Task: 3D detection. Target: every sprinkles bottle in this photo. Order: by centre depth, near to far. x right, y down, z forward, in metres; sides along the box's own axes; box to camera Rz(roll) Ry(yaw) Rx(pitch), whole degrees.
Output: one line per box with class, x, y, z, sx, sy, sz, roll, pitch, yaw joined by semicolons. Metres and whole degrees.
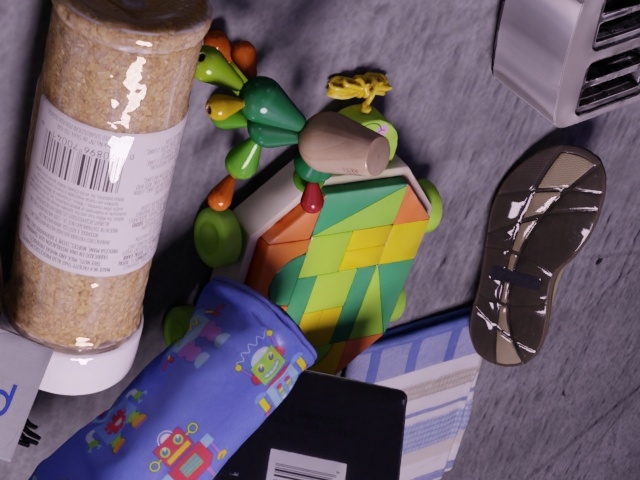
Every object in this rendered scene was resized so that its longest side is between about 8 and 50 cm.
sprinkles bottle;-0.176;-0.043;1.176;0.121;0.121;0.355;-12;135;-35

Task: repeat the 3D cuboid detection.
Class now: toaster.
toaster;0.252;-0.214;1.407;0.185;0.110;0.168;-20;138;-27

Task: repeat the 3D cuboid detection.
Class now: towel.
towel;0.095;0.202;1.756;0.209;0.034;0.285;-15;134;-29

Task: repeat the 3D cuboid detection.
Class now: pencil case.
pencil case;-0.142;0.169;1.294;0.306;0.133;0.119;-47;121;-13

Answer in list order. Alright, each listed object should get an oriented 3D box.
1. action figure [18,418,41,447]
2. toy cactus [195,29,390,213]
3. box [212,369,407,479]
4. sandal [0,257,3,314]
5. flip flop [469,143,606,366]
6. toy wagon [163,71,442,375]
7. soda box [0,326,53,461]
action figure;-0.351;0.274;1.329;0.164;0.141;0.276;-11;134;-52
toy cactus;-0.031;-0.084;1.219;0.112;0.180;0.219;-55;142;-22
box;-0.050;0.319;1.437;0.182;0.296;0.294;13;145;-6
sandal;-0.308;-0.034;1.125;0.079;0.088;0.240;-6;133;4
flip flop;0.236;0.013;1.645;0.080;0.112;0.277;-51;157;-58
toy wagon;0.000;0.000;1.429;0.267;0.068;0.344;-9;133;-37
soda box;-0.344;0.072;1.091;0.286;0.091;0.098;29;77;-39
